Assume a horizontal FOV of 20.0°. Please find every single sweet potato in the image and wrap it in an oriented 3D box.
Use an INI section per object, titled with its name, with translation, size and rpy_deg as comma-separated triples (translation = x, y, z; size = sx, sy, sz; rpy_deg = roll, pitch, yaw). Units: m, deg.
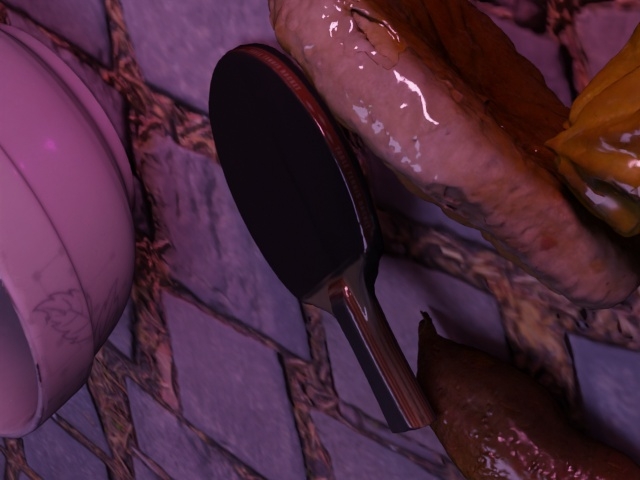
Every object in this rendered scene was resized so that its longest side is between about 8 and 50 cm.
[sweet potato]
translation = 0.120, 0.121, 0.929
size = 0.226, 0.068, 0.068
rpy_deg = 38, 149, 17

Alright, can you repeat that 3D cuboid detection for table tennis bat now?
[table tennis bat]
translation = 0.000, 0.000, 0.944
size = 0.220, 0.019, 0.130
rpy_deg = 63, 153, 5

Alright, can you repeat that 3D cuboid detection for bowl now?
[bowl]
translation = -0.219, -0.033, 1.122
size = 0.287, 0.144, 0.287
rpy_deg = 34, 148, 25

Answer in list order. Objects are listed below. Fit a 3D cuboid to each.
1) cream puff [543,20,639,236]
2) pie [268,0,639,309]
[cream puff]
translation = 0.161, -0.035, 0.643
size = 0.146, 0.116, 0.146
rpy_deg = 36, 147, 28
[pie]
translation = 0.055, -0.055, 0.726
size = 0.046, 0.195, 0.195
rpy_deg = -43, 87, 17
